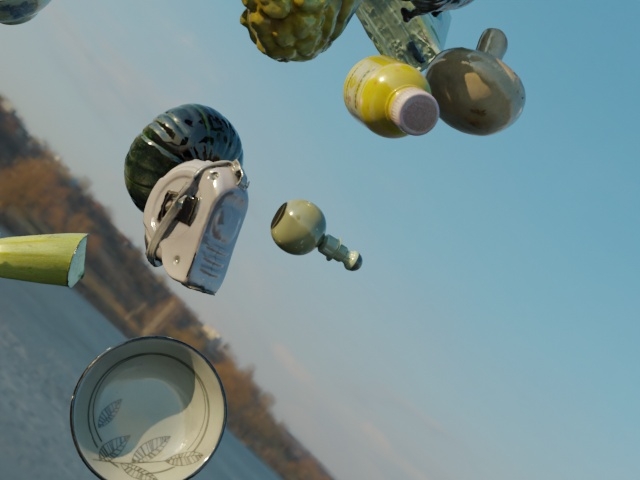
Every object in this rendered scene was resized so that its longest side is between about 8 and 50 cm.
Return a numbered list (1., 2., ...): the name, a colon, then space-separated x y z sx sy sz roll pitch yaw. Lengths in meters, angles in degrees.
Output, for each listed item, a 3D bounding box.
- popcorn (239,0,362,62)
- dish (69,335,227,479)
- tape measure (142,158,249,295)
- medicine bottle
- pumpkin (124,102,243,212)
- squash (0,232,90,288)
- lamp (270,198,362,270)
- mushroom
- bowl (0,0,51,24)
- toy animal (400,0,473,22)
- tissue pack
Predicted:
1. popcorn: -0.035 -0.319 1.195 0.169 0.218 0.189 16 -7 -19
2. dish: -0.351 0.352 2.033 0.316 0.316 0.106 45 -19 -5
3. tape measure: -0.222 -0.039 1.735 0.197 0.236 0.120 15 -7 41
4. medicine bottle: 0.119 -0.219 1.576 0.122 0.122 0.212 48 1 -23
5. pumpkin: -0.258 -0.143 1.963 0.216 0.250 0.250 26 -20 44
6. squash: -0.657 0.043 2.227 0.288 0.137 0.137 2 8 -25
7. lamp: 0.000 0.000 1.609 0.163 0.091 0.091 31 -7 -15
8. mushroom: 0.313 -0.319 1.962 0.207 0.215 0.207 23 -22 10
9. bowl: -0.727 -0.592 2.329 0.313 0.313 0.146 37 -31 30
10. toy animal: 0.210 -0.484 1.882 0.106 0.168 0.343 65 21 -1
11. tissue pack: 0.202 -0.598 2.535 0.287 0.162 0.388 57 22 -16
